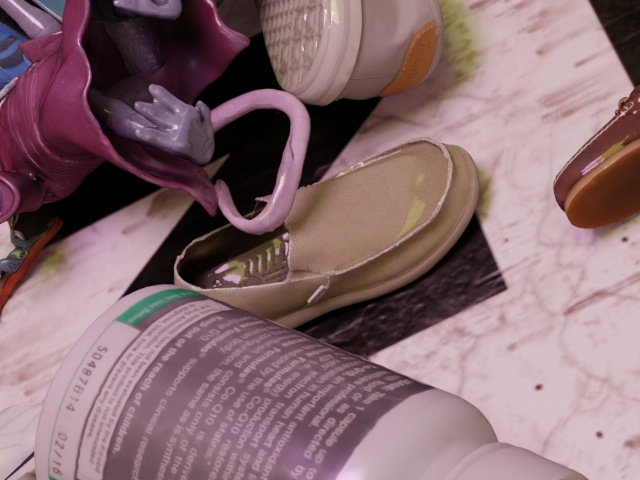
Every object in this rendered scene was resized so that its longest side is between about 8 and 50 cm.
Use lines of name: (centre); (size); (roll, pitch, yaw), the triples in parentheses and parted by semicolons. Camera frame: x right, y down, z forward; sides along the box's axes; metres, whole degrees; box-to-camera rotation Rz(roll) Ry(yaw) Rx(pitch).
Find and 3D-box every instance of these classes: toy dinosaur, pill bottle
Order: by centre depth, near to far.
pill bottle: (-0.004, 0.176, 1.224); (0.361, 0.204, 0.204); (20, 72, 34)
toy dinosaur: (-0.257, 0.014, 1.554); (0.082, 0.047, 0.090); (-20, 88, 4)

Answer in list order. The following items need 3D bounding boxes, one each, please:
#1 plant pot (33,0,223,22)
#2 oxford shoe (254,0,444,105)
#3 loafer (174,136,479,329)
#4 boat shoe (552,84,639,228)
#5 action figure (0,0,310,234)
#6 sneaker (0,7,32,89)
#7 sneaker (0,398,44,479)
plant pot: (-0.153, -0.330, 1.490); (0.290, 0.290, 0.195); (19, 54, 32)
oxford shoe: (0.011, -0.278, 1.538); (0.130, 0.169, 0.449); (7, 45, -21)
loafer: (0.000, 0.000, 1.392); (0.268, 0.092, 0.102); (-32, 54, 6)
boat shoe: (0.259, -0.087, 1.336); (0.207, 0.073, 0.073); (-31, 52, -3)
action figure: (-0.191, -0.115, 1.469); (0.370, 0.275, 0.248); (-30, 37, 56)
sneaker: (-0.289, -0.166, 1.654); (0.209, 0.069, 0.082); (22, 106, 25)
sneaker: (-0.266, 0.196, 1.422); (0.235, 0.090, 0.095); (-29, 44, 1)
